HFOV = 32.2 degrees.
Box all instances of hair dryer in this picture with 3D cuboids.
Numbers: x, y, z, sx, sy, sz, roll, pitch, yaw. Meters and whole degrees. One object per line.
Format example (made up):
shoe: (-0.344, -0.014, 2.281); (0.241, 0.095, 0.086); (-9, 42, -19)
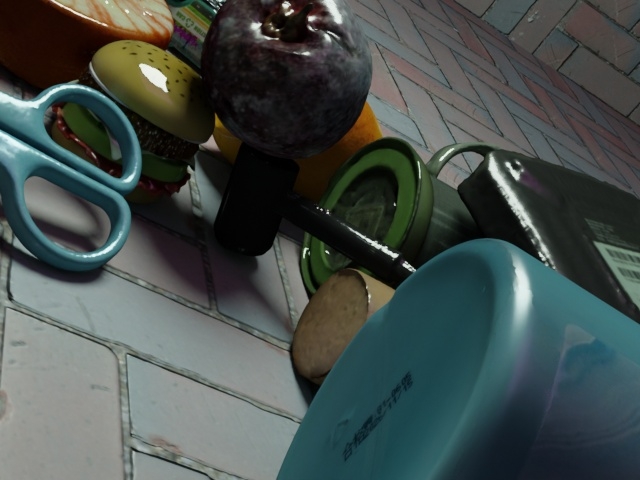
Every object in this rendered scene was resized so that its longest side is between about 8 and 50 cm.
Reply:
hair dryer: (0.001, -0.002, 1.167); (0.248, 0.114, 0.070); (31, 24, 21)

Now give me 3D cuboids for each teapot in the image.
teapot: (0.174, 0.016, 1.321); (0.337, 0.270, 0.200); (28, -20, -30)

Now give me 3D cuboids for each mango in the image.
mango: (-0.007, -0.119, 1.377); (0.257, 0.187, 0.138); (30, 43, -44)

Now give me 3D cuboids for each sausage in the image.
sausage: (0.105, 0.135, 1.141); (0.253, 0.123, 0.123); (29, 25, -24)

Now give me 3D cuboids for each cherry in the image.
cherry: (-0.032, -0.173, 1.152); (0.195, 0.195, 0.195); (32, 24, -16)

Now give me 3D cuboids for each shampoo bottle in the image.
shampoo bottle: (0.173, 0.215, 0.827); (0.343, 0.331, 0.331); (33, 24, -12)

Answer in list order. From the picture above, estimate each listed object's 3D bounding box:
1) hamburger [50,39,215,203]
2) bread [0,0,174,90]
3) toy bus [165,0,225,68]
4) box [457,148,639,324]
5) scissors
hamburger: (-0.190, -0.134, 1.169); (0.175, 0.137, 0.175); (33, 20, -14)
bread: (-0.327, -0.298, 1.289); (0.327, 0.114, 0.295); (46, 23, 13)
toy bus: (-0.157, -0.299, 1.557); (0.262, 0.109, 0.091); (40, 21, -4)
box: (0.329, 0.067, 1.189); (0.359, 0.091, 0.350); (12, 40, -42)
scissors: (-0.342, -0.129, 0.937); (0.447, 0.029, 0.192); (30, 49, -33)
